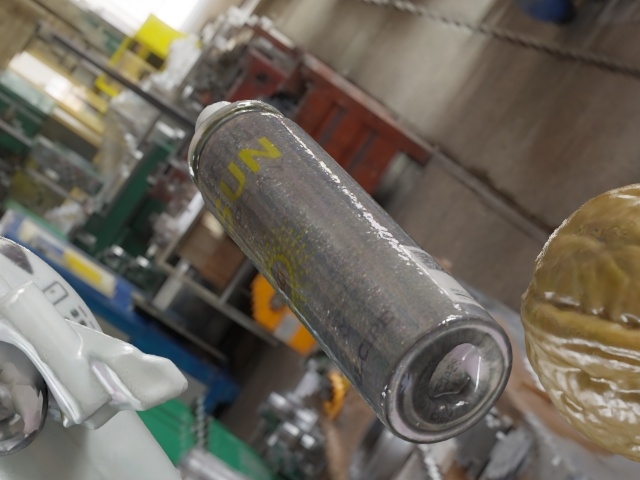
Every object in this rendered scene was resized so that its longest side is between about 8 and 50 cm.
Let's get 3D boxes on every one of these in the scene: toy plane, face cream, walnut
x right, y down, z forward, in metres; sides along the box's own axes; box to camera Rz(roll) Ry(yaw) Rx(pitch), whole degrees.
[{"bbox_3d":[-0.139,0.094,0.739,0.123,0.267,0.267,-48,6,-31],"label":"toy plane"},{"bbox_3d":[0.000,0.000,0.793,0.073,0.073,0.283,-54,40,10],"label":"face cream"},{"bbox_3d":[0.373,0.091,1.594,0.333,0.332,0.333,-53,12,15],"label":"walnut"}]
